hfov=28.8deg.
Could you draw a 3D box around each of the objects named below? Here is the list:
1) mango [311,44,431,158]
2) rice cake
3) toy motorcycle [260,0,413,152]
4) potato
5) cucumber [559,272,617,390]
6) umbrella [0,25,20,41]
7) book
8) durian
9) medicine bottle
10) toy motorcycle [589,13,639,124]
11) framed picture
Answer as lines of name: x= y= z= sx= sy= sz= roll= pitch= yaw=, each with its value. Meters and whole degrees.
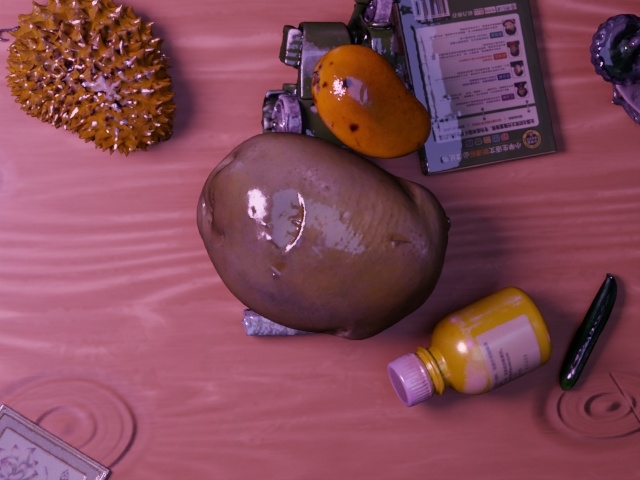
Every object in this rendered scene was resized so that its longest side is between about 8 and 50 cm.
mango: x=0.062 y=-0.171 z=1.604 sx=0.115 sy=0.090 sz=0.178 roll=-47 pitch=115 yaw=-10
rice cake: x=-0.004 y=0.110 z=1.708 sx=0.211 sy=0.043 sz=0.034 roll=-1 pitch=98 yaw=-13
toy motorcycle: x=0.019 y=-0.227 z=1.692 sx=0.205 sy=0.127 sz=0.275 roll=-2 pitch=95 yaw=-12
potato: x=0.000 y=0.000 z=1.612 sx=0.326 sy=0.221 sz=0.243 roll=26 pitch=87 yaw=-12
cucumber: x=0.390 y=0.133 z=1.804 sx=0.033 sy=0.036 sz=0.184 roll=29 pitch=83 yaw=-3
umbrella: x=-0.368 y=-0.283 z=1.651 sx=0.122 sy=0.013 sz=0.022 roll=-11 pitch=90 yaw=-15
book: x=0.220 y=-0.238 z=1.781 sx=0.202 sy=0.027 sz=0.264 roll=-11 pitch=90 yaw=-14
durian: x=-0.294 y=-0.219 z=1.605 sx=0.250 sy=0.138 sz=0.183 roll=27 pitch=104 yaw=-5
medicine bottle: x=0.200 y=0.156 z=1.714 sx=0.213 sy=0.122 sz=0.121 roll=-24 pitch=93 yaw=-12
toy motorcycle: x=0.539 y=-0.231 z=1.801 sx=0.327 sy=0.143 sz=0.188 roll=41 pitch=80 yaw=-16
framed picture: x=-0.407 y=0.353 z=1.620 sx=0.173 sy=0.010 sz=0.231 roll=33 pitch=81 yaw=-10
